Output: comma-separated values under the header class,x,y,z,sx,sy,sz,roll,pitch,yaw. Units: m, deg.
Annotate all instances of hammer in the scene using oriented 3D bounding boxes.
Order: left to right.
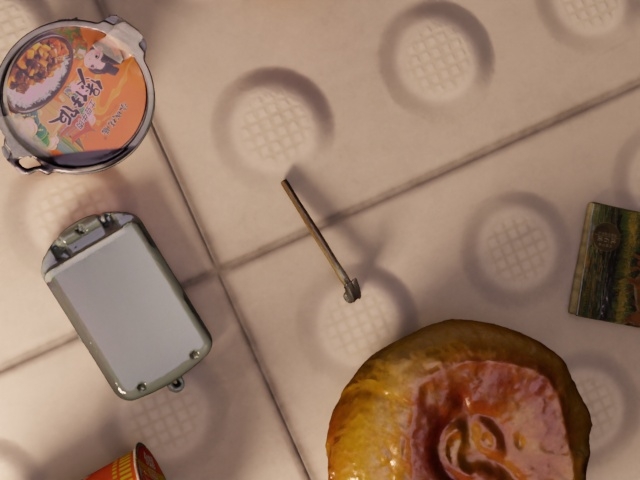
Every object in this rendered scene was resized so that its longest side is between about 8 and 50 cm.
class,x,y,z,sx,sy,sz,roll,pitch,yaw
hammer,0.000,0.000,1.336,0.017,0.062,0.182,-32,89,-11

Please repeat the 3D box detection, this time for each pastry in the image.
class,x,y,z,sx,sy,sz,roll,pitch,yaw
pastry,0.174,0.269,1.313,0.356,0.164,0.356,0,88,-5

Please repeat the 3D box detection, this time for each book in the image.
class,x,y,z,sx,sy,sz,roll,pitch,yaw
book,0.463,0.046,1.439,0.228,0.024,0.160,12,84,-10

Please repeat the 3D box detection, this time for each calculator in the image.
class,x,y,z,sx,sy,sz,roll,pitch,yaw
calculator,-0.237,0.083,1.287,0.141,0.045,0.246,-33,95,-10

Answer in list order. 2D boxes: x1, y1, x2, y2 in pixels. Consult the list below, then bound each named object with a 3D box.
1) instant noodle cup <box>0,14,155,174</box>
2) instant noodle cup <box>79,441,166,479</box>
class,x,y,z,sx,sy,sz,roll,pitch,yaw
instant noodle cup,-0.288,-0.161,1.240,0.208,0.125,0.177,-37,95,-9
instant noodle cup,-0.274,0.366,1.219,0.212,0.193,0.193,-23,93,-3
